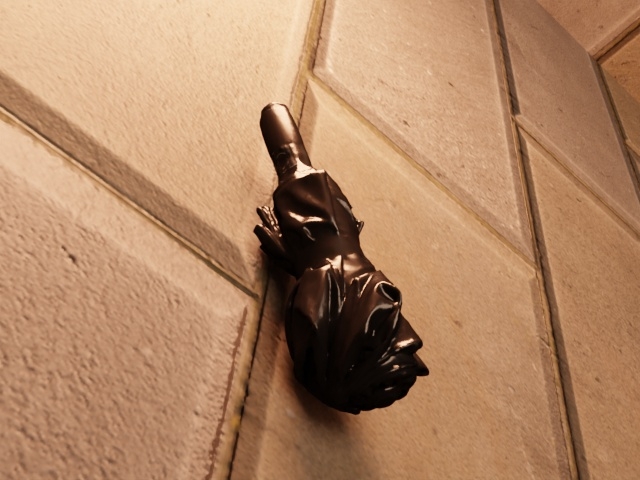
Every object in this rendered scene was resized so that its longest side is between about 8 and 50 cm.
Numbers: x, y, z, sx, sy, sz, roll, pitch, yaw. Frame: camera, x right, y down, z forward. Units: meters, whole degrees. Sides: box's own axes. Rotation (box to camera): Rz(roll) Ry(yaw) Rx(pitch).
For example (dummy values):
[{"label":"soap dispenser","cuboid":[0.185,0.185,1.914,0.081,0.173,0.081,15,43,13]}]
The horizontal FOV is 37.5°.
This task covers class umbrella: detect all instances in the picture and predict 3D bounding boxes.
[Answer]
[{"label":"umbrella","cuboid":[0.000,0.000,0.851,0.118,0.118,0.340,20,40,-41]}]
